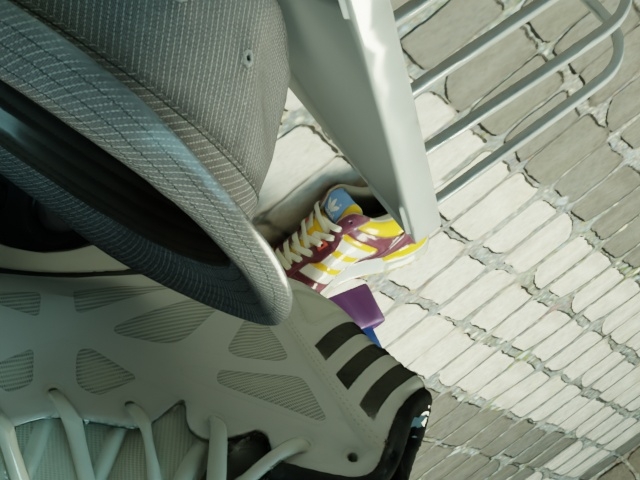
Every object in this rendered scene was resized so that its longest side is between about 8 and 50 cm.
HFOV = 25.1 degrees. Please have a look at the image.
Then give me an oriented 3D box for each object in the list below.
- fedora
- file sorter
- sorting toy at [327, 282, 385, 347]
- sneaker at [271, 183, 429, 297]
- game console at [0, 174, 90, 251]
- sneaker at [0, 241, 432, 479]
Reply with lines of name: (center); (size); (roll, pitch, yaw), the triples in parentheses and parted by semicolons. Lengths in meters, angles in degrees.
fedora: (-0.099, -0.086, 0.672); (0.275, 0.243, 0.124); (42, 74, -37)
file sorter: (0.043, -0.166, 0.707); (0.173, 0.193, 0.278); (-35, 156, -6)
sorting toy: (-0.029, 0.154, 1.187); (0.127, 0.126, 0.365); (-21, 169, -32)
sneaker: (0.000, 0.000, 1.125); (0.185, 0.069, 0.084); (-26, 139, -18)
game console: (-0.230, 0.114, 0.837); (0.342, 0.060, 0.386); (0, 110, -52)
sneaker: (-0.110, 0.102, 0.725); (0.447, 0.257, 0.169); (-13, 118, -45)
